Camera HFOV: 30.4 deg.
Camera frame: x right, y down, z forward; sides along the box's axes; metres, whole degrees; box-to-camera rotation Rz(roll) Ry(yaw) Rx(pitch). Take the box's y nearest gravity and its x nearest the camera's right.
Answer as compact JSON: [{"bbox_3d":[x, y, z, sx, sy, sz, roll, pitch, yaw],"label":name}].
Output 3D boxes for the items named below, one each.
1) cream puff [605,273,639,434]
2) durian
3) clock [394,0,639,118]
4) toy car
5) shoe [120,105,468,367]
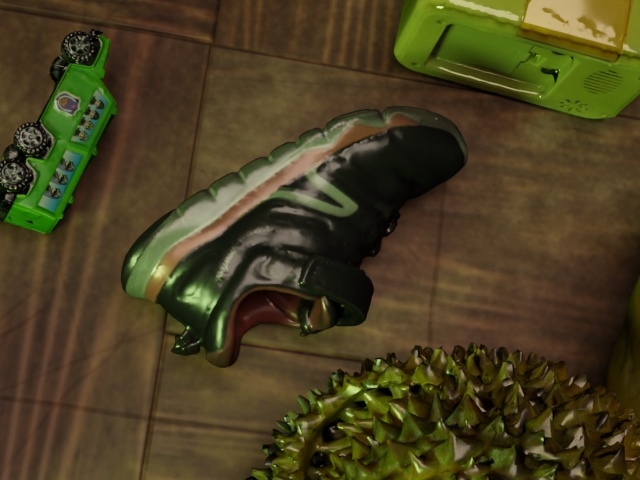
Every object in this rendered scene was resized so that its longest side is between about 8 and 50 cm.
[{"bbox_3d":[0.403,0.062,0.875,0.378,0.275,0.378,1,94,11],"label":"cream puff"},{"bbox_3d":[0.096,0.182,0.776,0.258,0.293,0.258,-13,109,-40],"label":"durian"},{"bbox_3d":[0.172,-0.179,0.960,0.202,0.143,0.096,16,73,-4],"label":"clock"},{"bbox_3d":[-0.200,-0.084,0.912,0.062,0.071,0.165,28,70,-15],"label":"toy car"},{"bbox_3d":[0.000,0.000,0.890,0.291,0.114,0.137,-29,74,-14],"label":"shoe"}]
